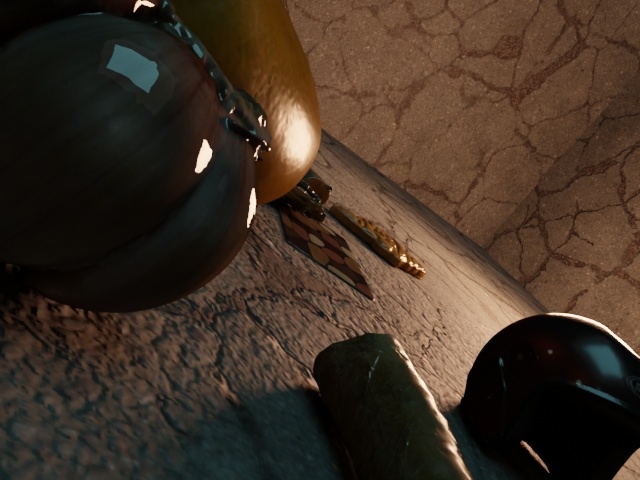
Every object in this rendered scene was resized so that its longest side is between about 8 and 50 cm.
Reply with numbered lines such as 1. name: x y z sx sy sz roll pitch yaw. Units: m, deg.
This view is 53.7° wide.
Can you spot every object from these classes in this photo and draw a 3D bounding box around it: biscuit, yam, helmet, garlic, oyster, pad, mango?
1. biscuit: 0.119 0.001 1.260 0.250 0.035 0.162 33 9 -21
2. yam: 0.077 0.180 0.379 0.081 0.081 0.356 32 15 -31
3. helmet: 0.273 0.182 0.729 0.189 0.193 0.216 35 -29 -23
4. garlic: -0.130 -0.061 0.345 0.160 0.191 0.214 49 -5 37
5. oyster: -0.073 -0.079 0.951 0.200 0.061 0.106 31 -8 -24
6. pad: 0.000 0.000 0.965 0.158 0.003 0.235 35 13 -19
7. mango: -0.134 -0.197 0.686 0.446 0.232 0.299 41 33 -59

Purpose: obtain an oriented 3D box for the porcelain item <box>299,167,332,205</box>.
1. porcelain item: -0.053 -0.140 1.198 0.084 0.054 0.213 31 13 -39
